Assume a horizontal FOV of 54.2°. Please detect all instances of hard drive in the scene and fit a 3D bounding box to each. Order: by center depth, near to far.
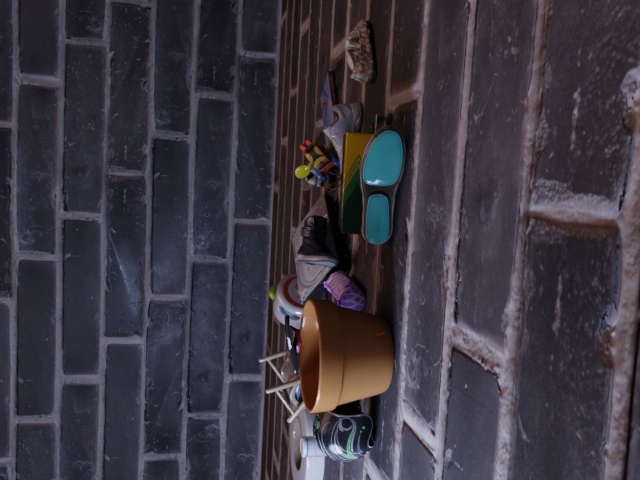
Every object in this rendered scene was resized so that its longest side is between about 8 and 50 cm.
[{"bbox_3d":[-0.006,0.030,2.162,0.237,0.064,0.338,-51,32,34],"label":"hard drive"}]

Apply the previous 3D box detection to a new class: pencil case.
[{"bbox_3d":[0.072,0.155,1.908,0.206,0.088,0.086,-137,49,-73],"label":"pencil case"}]

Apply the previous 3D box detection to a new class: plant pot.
[{"bbox_3d":[0.066,0.299,1.635,0.291,0.204,0.290,-178,90,-79],"label":"plant pot"}]

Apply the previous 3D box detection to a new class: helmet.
[{"bbox_3d":[0.063,0.514,1.692,0.169,0.170,0.161,-126,39,-71],"label":"helmet"}]

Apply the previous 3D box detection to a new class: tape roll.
[{"bbox_3d":[-0.057,0.796,2.457,0.392,0.072,0.391,-177,90,-78],"label":"tape roll"}]

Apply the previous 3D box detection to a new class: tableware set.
[{"bbox_3d":[0.024,-0.244,2.357,0.141,0.020,0.168,161,112,-75],"label":"tableware set"}]

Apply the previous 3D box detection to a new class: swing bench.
[{"bbox_3d":[-0.063,0.465,2.226,0.165,0.255,0.253,57,179,-18],"label":"swing bench"}]

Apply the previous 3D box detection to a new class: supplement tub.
[{"bbox_3d":[-0.014,0.715,2.175,0.071,0.107,0.071,-178,90,-79],"label":"supplement tub"}]

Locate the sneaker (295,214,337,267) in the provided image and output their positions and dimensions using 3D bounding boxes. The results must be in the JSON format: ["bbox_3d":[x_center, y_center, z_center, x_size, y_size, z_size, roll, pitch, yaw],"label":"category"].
[{"bbox_3d":[-0.002,-0.001,2.009,0.226,0.086,0.163,6,79,62],"label":"sneaker"}]

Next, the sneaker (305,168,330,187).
[{"bbox_3d":[-0.020,-0.253,2.314,0.185,0.084,0.069,-115,32,-63],"label":"sneaker"}]

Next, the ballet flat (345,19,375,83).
[{"bbox_3d":[0.113,-0.566,1.847,0.091,0.077,0.240,109,160,-56],"label":"ballet flat"}]

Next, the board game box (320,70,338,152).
[{"bbox_3d":[0.036,-0.474,2.311,0.145,0.027,0.281,112,156,-55],"label":"board game box"}]

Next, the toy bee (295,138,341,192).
[{"bbox_3d":[0.004,-0.287,2.116,0.195,0.162,0.298,-45,18,-10],"label":"toy bee"}]

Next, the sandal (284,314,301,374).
[{"bbox_3d":[-0.069,0.284,1.719,0.067,0.040,0.179,-109,9,-73],"label":"sandal"}]

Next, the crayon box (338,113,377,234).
[{"bbox_3d":[0.101,-0.188,1.753,0.203,0.083,0.322,-91,5,-83],"label":"crayon box"}]

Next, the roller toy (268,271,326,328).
[{"bbox_3d":[-0.075,0.220,2.345,0.146,0.209,0.191,108,149,-51],"label":"roller toy"}]

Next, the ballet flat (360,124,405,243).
[{"bbox_3d":[0.147,-0.146,1.580,0.106,0.108,0.315,-82,0,-65],"label":"ballet flat"}]

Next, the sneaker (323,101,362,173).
[{"bbox_3d":[0.062,-0.316,1.951,0.090,0.115,0.232,-164,76,-78],"label":"sneaker"}]
